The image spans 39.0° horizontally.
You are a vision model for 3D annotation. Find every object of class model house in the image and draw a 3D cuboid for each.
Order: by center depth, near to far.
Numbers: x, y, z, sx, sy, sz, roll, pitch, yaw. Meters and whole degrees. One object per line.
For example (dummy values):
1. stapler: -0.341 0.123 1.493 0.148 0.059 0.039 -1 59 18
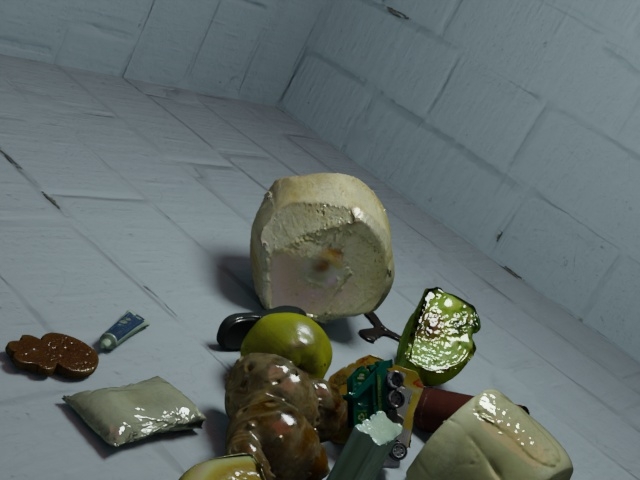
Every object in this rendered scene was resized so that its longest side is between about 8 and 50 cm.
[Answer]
1. model house: 0.092 0.359 1.960 0.219 0.208 0.136 18 -15 -6

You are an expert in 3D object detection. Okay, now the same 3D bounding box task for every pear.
1. pear: -0.072 0.239 1.914 0.198 0.198 0.198 25 18 -9
2. pear: 0.277 0.286 2.273 0.163 0.255 0.238 21 53 0

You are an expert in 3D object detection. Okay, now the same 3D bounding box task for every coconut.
1. coconut: 0.000 0.000 2.359 0.404 0.405 0.404 25 18 -9

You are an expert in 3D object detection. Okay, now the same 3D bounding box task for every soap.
1. soap: 0.066 0.413 1.626 0.063 0.198 0.114 34 21 22

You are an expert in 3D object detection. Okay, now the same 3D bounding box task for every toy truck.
1. toy truck: 0.104 0.353 1.834 0.116 0.216 0.110 1 -14 -11

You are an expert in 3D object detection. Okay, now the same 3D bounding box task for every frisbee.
1. frisbee: 0.185 0.258 2.505 0.187 0.012 0.211 28 18 -2

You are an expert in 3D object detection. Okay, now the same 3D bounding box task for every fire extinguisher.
1. fire extinguisher: 0.315 0.392 2.079 0.336 0.107 0.147 7 17 35

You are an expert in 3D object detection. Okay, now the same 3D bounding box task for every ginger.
1. ginger: -0.077 0.341 1.666 0.256 0.176 0.375 37 18 -4

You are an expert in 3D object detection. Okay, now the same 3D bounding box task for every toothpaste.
1. toothpaste: -0.404 0.184 1.842 0.057 0.035 0.197 34 16 2

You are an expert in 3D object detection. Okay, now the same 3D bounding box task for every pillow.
1. pillow: -0.327 0.302 1.615 0.148 0.050 0.229 31 17 32

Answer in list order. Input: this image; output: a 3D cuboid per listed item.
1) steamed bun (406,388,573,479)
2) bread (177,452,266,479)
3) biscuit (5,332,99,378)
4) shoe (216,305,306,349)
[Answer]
1. steamed bun: 0.333 0.476 1.819 0.290 0.274 0.272 33 34 27
2. bread: -0.161 0.428 1.369 0.156 0.158 0.260 21 17 13
3. biscuit: -0.491 0.212 1.657 0.175 0.026 0.124 9 25 -45
4. shoe: -0.118 0.217 2.043 0.241 0.108 0.093 -1 29 -42
